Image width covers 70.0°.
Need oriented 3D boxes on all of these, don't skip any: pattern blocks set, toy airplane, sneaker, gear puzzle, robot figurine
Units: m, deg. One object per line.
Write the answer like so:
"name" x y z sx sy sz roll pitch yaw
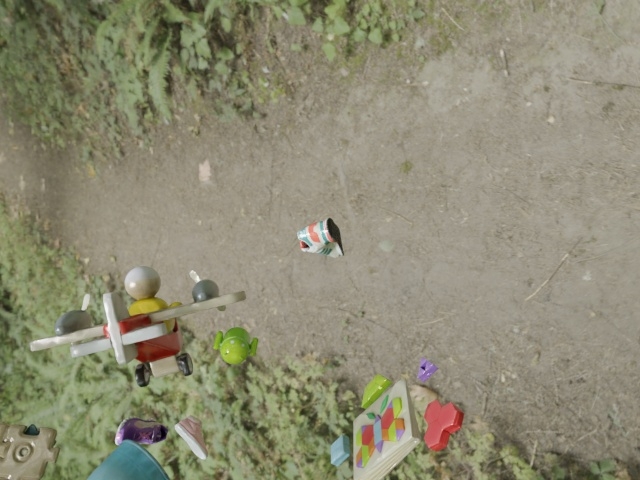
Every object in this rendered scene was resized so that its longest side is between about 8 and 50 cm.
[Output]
"pattern blocks set" 0.117 0.360 0.854 0.325 0.026 0.285 -56 14 12
"toy airplane" -0.431 0.182 1.092 0.384 0.385 0.273 -33 61 37
"sneaker" -0.642 0.702 1.667 0.104 0.236 0.095 10 75 20
"sneaker" -0.368 0.583 1.370 0.134 0.070 0.051 45 130 10
"gear puzzle" -0.535 0.465 0.713 0.044 0.175 0.339 106 171 -64
"sneaker" 0.000 0.000 0.912 0.075 0.161 0.057 -12 73 9
"robot figurine" -0.202 0.251 1.090 0.115 0.101 0.067 -108 33 -75

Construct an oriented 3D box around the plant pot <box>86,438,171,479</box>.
"plant pot" -0.641 0.821 1.426 0.271 0.255 0.272 17 122 29
